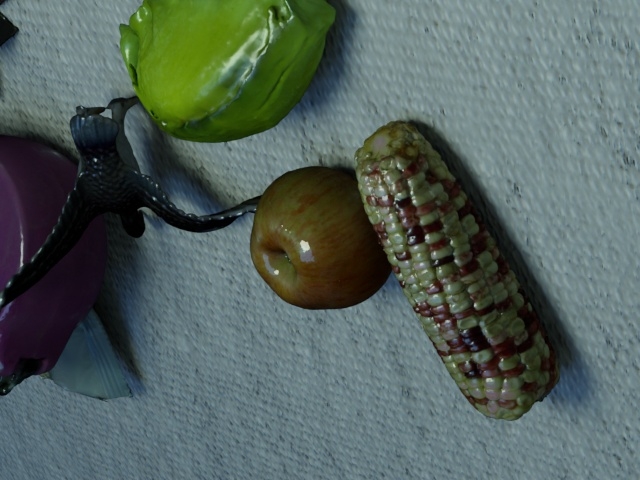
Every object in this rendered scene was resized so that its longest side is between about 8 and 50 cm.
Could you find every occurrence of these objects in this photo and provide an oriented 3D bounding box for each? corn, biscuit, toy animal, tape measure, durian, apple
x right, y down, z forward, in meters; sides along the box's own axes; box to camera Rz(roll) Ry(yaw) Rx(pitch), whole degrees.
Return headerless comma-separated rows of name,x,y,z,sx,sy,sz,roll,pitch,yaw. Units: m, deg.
corn,0.104,0.025,1.431,0.086,0.086,0.253,-12,111,51
biscuit,-0.339,0.058,1.947,0.309,0.079,0.186,20,137,37
toy animal,-0.171,-0.050,1.646,0.273,0.197,0.160,-11,102,4
tape measure,-0.327,0.018,1.764,0.232,0.149,0.245,18,100,38
durian,-0.082,-0.147,1.464,0.250,0.101,0.139,-19,72,53
apple,0.001,0.003,1.504,0.126,0.102,0.126,29,141,27

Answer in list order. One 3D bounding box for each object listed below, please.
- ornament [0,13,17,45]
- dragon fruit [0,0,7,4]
ornament,-0.365,-0.152,1.775,0.088,0.081,0.203,45,145,7
dragon fruit,-0.316,-0.236,1.664,0.056,0.060,0.083,48,143,7
